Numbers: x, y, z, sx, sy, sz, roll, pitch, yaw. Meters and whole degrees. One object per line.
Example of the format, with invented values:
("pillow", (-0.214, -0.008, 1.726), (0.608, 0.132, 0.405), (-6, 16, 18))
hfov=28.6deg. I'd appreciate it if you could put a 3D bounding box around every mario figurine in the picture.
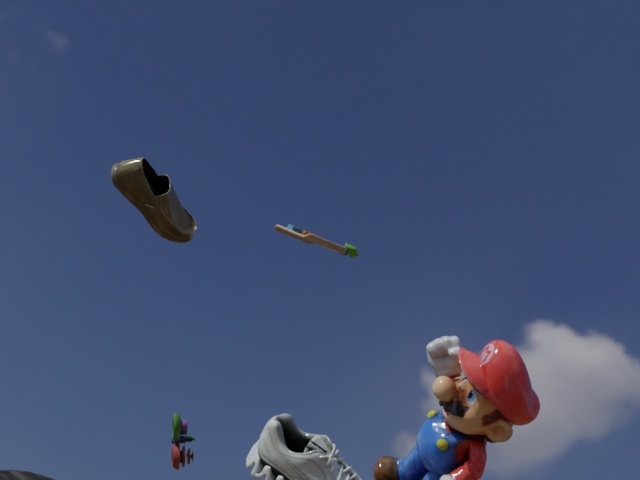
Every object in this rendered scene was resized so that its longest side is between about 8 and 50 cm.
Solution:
("mario figurine", (0.165, 0.258, 1.754), (0.170, 0.198, 0.320), (-12, -39, -52))

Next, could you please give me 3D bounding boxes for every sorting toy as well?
("sorting toy", (-0.241, 0.354, 2.219), (0.042, 0.102, 0.061), (1, 2, -10))
("sorting toy", (0.000, 0.000, 1.312), (0.083, 0.012, 0.062), (21, -4, -38))

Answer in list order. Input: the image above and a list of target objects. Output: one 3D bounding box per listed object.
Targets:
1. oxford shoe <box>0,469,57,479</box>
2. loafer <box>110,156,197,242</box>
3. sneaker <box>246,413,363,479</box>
("oxford shoe", (-0.304, 0.261, 1.164), (0.212, 0.076, 0.076), (10, -63, -23))
("loafer", (-0.208, -0.052, 1.626), (0.050, 0.056, 0.148), (-29, -53, 27))
("sneaker", (0.011, 0.396, 2.071), (0.292, 0.110, 0.118), (31, -62, 18))
